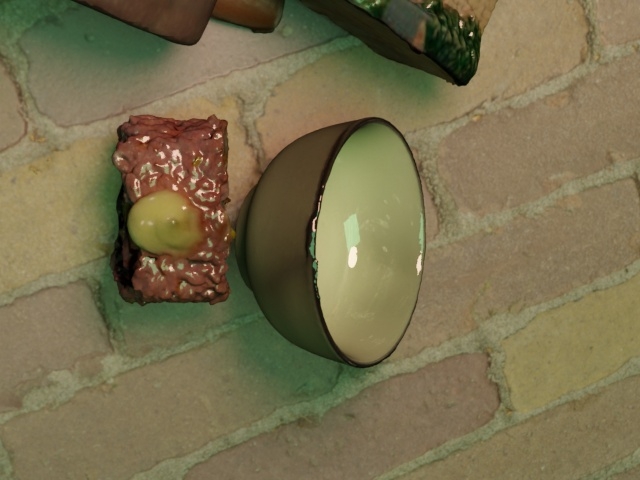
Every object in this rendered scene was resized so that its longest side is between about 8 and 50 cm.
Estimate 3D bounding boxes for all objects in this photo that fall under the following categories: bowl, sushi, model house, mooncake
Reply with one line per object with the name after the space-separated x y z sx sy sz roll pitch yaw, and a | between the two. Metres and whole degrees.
0.000 0.000 1.338 0.185 0.354 0.353 2 109 29 | bowl
-0.203 -0.044 1.283 0.171 0.236 0.270 2 108 -8 | sushi
0.110 -0.401 1.248 0.298 0.243 0.284 23 94 -46 | model house
-0.262 -0.361 1.155 0.306 0.306 0.154 21 99 -20 | mooncake

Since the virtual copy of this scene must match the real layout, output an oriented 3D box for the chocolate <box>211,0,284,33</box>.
-0.093 -0.425 1.288 0.161 0.083 0.261 10 101 -20 | chocolate
